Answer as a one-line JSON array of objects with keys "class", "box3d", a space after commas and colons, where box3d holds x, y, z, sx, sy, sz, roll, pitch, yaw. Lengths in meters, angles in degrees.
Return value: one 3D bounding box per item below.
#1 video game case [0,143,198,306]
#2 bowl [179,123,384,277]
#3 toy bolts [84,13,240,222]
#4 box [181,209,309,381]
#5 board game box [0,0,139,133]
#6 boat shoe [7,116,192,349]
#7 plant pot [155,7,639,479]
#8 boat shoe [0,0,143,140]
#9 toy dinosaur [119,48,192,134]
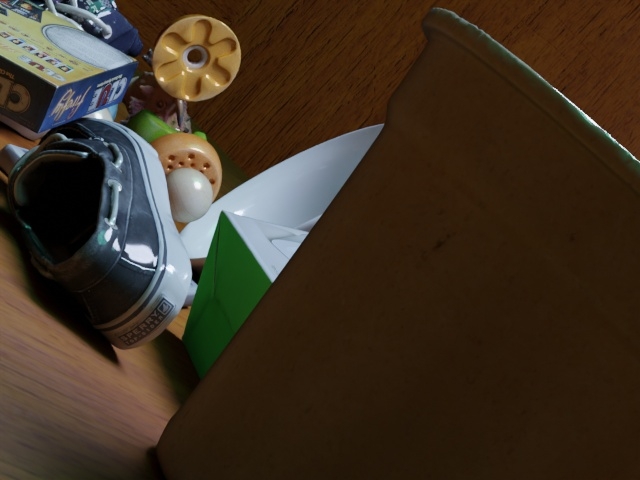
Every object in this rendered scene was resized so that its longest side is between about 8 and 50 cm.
[{"class": "video game case", "box3d": [-0.190, -0.010, 1.464, 0.183, 0.023, 0.201, 44, 3, 5]}, {"class": "bowl", "box3d": [0.000, 0.000, 1.774, 0.134, 0.297, 0.298, 62, -2, -16]}, {"class": "toy bolts", "box3d": [-0.189, -0.140, 1.790, 0.228, 0.218, 0.158, 18, 21, -26]}, {"class": "box", "box3d": [0.034, 0.094, 1.284, 0.231, 0.127, 0.262, 14, 12, -17]}, {"class": "board game box", "box3d": [-0.282, -0.170, 1.299, 0.243, 0.042, 0.165, 29, 19, 8]}, {"class": "boat shoe", "box3d": [-0.180, -0.032, 1.214, 0.102, 0.108, 0.301, 43, 10, -31]}, {"class": "plant pot", "box3d": [0.081, 0.086, 0.981, 0.334, 0.305, 0.334, 44, 3, -3]}, {"class": "boat shoe", "box3d": [-0.270, -0.191, 1.525, 0.127, 0.158, 0.340, 52, 3, 4]}, {"class": "toy dinosaur", "box3d": [-0.222, -0.156, 2.295, 0.200, 0.127, 0.296, 54, -4, 34]}]
